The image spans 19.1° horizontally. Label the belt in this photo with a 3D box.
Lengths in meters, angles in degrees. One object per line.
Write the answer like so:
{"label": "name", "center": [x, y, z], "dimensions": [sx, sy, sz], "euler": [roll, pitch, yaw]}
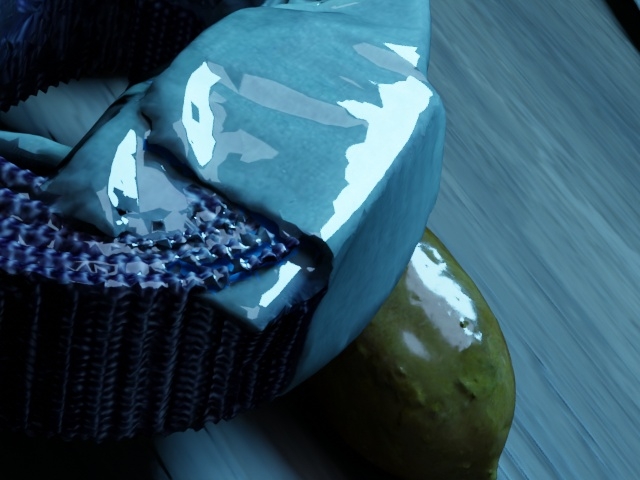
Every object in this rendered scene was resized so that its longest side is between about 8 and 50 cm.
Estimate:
{"label": "belt", "center": [-0.081, -0.052, 0.807], "dimensions": [0.260, 0.122, 0.325], "euler": [23, 40, 14]}

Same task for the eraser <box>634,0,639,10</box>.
{"label": "eraser", "center": [0.366, -0.200, 1.554], "dimensions": [0.270, 0.095, 0.174], "euler": [18, 47, -38]}

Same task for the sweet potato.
{"label": "sweet potato", "center": [-0.001, -0.001, 0.910], "dimensions": [0.097, 0.097, 0.292], "euler": [2, 42, -44]}
